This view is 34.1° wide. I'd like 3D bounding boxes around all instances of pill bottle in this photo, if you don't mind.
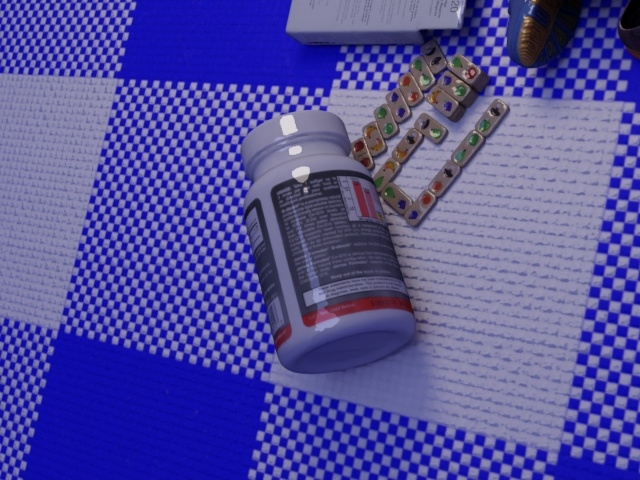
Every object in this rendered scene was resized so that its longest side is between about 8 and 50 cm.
[{"bbox_3d":[0.000,0.000,1.573,0.210,0.210,0.363,-26,66,25],"label":"pill bottle"}]

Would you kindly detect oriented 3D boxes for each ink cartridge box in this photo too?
[{"bbox_3d":[0.120,-0.480,1.698,0.330,0.071,0.324,8,81,31],"label":"ink cartridge box"}]

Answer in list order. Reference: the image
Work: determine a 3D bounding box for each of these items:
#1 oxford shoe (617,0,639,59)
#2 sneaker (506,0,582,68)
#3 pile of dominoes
[{"bbox_3d":[0.503,-0.370,1.405,0.097,0.098,0.271,40,101,33],"label":"oxford shoe"},{"bbox_3d":[0.313,-0.387,1.540,0.131,0.112,0.296,7,73,42],"label":"sneaker"},{"bbox_3d":[0.154,-0.176,1.619,0.196,0.040,0.251,44,103,32],"label":"pile of dominoes"}]
